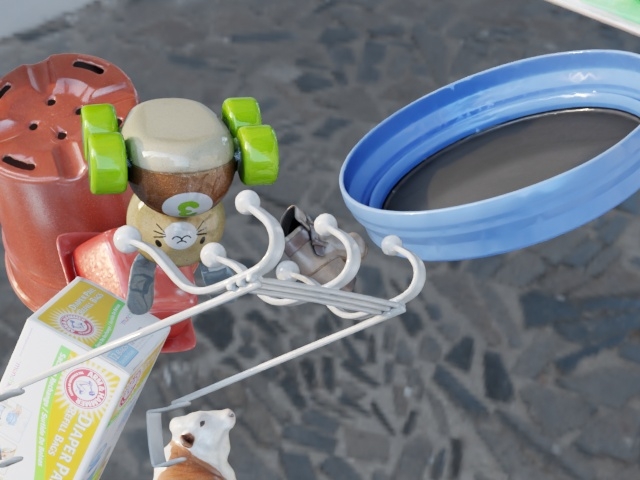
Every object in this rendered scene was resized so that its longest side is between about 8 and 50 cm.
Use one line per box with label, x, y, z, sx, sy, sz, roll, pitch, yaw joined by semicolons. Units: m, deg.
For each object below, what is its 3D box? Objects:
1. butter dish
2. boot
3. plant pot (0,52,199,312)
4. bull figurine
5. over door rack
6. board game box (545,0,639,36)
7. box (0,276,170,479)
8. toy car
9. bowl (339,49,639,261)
butter dish;-0.201;0.041;1.561;0.160;0.118;0.160;1;61;-43
boot;0.000;0.000;1.259;0.087;0.042;0.118;43;22;-16
plant pot;-0.299;-0.073;1.693;0.272;0.265;0.272;-3;55;5
bull figurine;-0.152;0.357;1.632;0.188;0.101;0.310;32;59;-5
over door rack;-0.104;0.072;1.111;0.239;0.324;0.108;14;45;-56
board game box;0.143;-0.342;0.757;0.390;0.390;0.050;28;2;28
box;-0.235;0.153;1.238;0.103;0.203;0.114;29;22;3
toy car;-0.124;-0.020;1.183;0.155;0.188;0.149;-4;25;-12
bowl;0.216;-0.101;1.566;0.391;0.077;0.391;-19;24;9
